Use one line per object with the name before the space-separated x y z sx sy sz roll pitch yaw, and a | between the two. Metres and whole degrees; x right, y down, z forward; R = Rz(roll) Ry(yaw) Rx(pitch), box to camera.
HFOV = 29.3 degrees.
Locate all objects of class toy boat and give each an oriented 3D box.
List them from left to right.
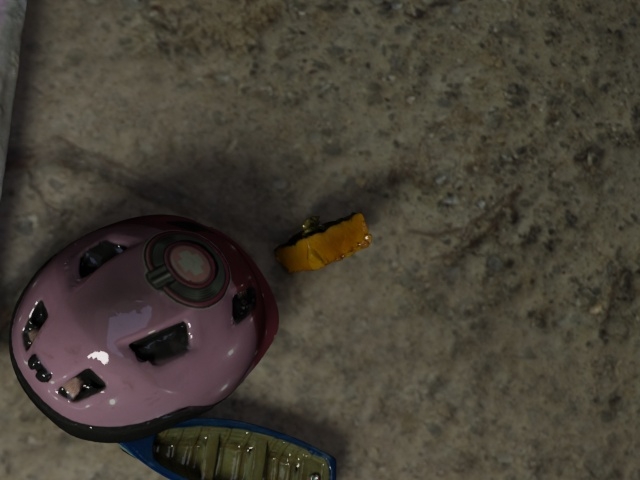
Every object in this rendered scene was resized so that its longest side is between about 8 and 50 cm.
toy boat | -0.092 0.210 1.164 0.229 0.046 0.080 16 70 -23

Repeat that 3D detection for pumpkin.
pumpkin | 0.000 0.000 1.254 0.083 0.074 0.054 -27 97 -32

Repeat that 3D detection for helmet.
helmet | -0.155 0.062 1.097 0.253 0.154 0.198 -34 75 -19

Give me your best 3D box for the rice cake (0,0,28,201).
rice cake | -0.320 -0.063 1.109 0.070 0.064 0.398 9 72 -19
